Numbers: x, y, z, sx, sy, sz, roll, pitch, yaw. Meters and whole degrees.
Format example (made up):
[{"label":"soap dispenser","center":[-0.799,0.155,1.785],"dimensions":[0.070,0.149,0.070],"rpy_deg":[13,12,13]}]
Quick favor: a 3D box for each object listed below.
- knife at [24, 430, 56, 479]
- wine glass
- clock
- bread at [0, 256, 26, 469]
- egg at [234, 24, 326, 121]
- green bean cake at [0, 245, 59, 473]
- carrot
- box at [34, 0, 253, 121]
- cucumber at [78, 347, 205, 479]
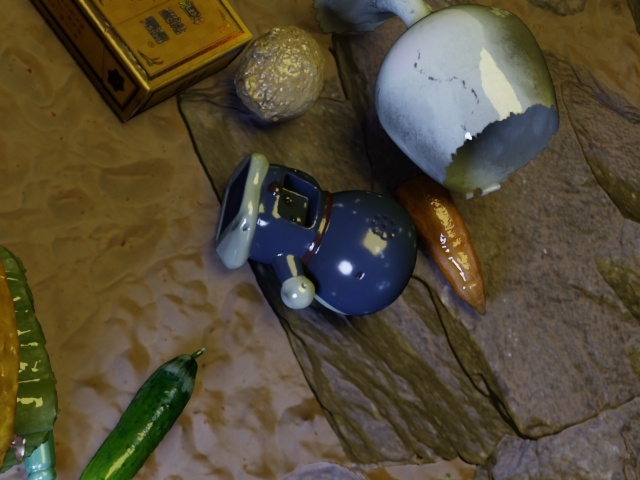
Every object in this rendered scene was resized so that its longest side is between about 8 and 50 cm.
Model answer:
[{"label":"knife","center":[-0.280,0.265,1.425],"dimensions":[0.035,0.063,0.260],"rpy_deg":[-15,72,2]},{"label":"wine glass","center":[0.156,-0.230,1.811],"dimensions":[0.238,0.238,0.323],"rpy_deg":[-7,57,-35]},{"label":"clock","center":[0.000,0.000,1.693],"dimensions":[0.243,0.146,0.199],"rpy_deg":[21,52,-13]},{"label":"bread","center":[-0.441,0.094,1.214],"dimensions":[0.215,0.398,0.398],"rpy_deg":[0,66,-48]},{"label":"egg","center":[-0.052,-0.211,1.785],"dimensions":[0.118,0.116,0.140],"rpy_deg":[51,43,-30]},{"label":"green bean cake","center":[-0.346,0.122,1.366],"dimensions":[0.113,0.200,0.214],"rpy_deg":[-7,71,-36]},{"label":"carrot","center":[0.167,0.009,1.847],"dimensions":[0.072,0.072,0.205],"rpy_deg":[-23,86,-38]},{"label":"box","center":[-0.249,-0.317,1.733],"dimensions":[0.193,0.084,0.301],"rpy_deg":[-35,87,-39]},{"label":"cucumber","center":[-0.191,0.198,1.520],"dimensions":[0.056,0.056,0.250],"rpy_deg":[40,52,-8]}]
